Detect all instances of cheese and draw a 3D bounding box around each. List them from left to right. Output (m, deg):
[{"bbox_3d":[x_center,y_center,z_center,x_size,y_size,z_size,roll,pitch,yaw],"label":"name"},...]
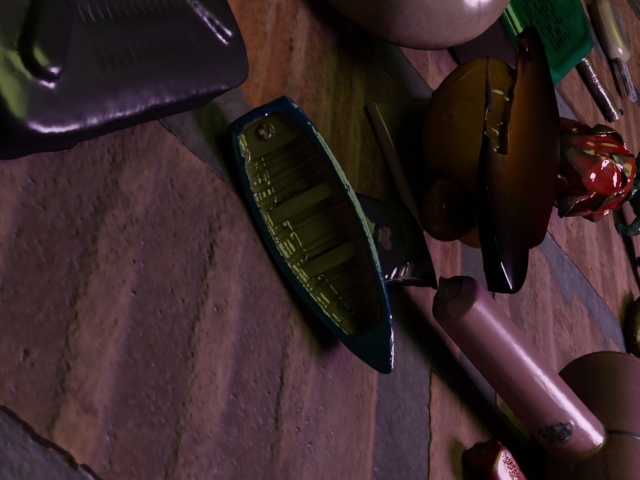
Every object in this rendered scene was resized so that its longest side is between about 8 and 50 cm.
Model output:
[{"bbox_3d":[0.513,-0.325,2.047,0.097,0.037,0.192,20,54,-52],"label":"cheese"}]

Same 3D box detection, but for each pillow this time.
[{"bbox_3d":[0.053,0.002,1.026,0.150,0.048,0.090,2,77,-63],"label":"pillow"}]

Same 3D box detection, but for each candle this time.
[{"bbox_3d":[0.188,0.247,1.075,0.162,0.048,0.053,57,13,-17],"label":"candle"}]

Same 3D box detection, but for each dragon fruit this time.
[{"bbox_3d":[0.326,-0.089,1.488,0.142,0.130,0.121,8,104,-41],"label":"dragon fruit"}]

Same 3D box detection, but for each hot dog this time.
[{"bbox_3d":[0.145,-0.086,1.140,0.326,0.107,0.194,-47,124,-59],"label":"hot dog"}]

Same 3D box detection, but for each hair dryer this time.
[{"bbox_3d":[0.219,0.139,1.134,0.352,0.125,0.210,49,32,-24],"label":"hair dryer"}]

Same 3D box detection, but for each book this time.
[{"bbox_3d":[0.118,-0.079,1.225,0.198,0.016,0.139,-12,80,-61],"label":"book"}]

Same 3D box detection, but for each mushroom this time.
[{"bbox_3d":[0.087,-0.291,1.171,0.226,0.178,0.227,4,74,-15],"label":"mushroom"}]

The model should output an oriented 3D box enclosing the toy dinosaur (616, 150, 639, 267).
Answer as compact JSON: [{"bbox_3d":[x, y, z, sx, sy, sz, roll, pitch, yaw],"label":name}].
[{"bbox_3d":[0.475,-0.020,1.734,0.079,0.120,0.292,34,65,-61],"label":"toy dinosaur"}]

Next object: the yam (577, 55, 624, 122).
[{"bbox_3d":[0.435,-0.244,1.866,0.033,0.027,0.129,-43,115,-18],"label":"yam"}]

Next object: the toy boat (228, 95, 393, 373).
[{"bbox_3d":[0.000,0.000,0.925,0.229,0.080,0.046,62,-6,-7],"label":"toy boat"}]

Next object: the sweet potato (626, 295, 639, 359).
[{"bbox_3d":[0.433,0.109,1.601,0.041,0.038,0.153,37,37,-6],"label":"sweet potato"}]

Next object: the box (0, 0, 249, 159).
[{"bbox_3d":[-0.174,-0.205,0.763,0.290,0.073,0.289,-28,94,-61],"label":"box"}]

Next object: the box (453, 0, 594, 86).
[{"bbox_3d":[0.219,-0.314,1.474,0.264,0.106,0.336,64,28,-7],"label":"box"}]
